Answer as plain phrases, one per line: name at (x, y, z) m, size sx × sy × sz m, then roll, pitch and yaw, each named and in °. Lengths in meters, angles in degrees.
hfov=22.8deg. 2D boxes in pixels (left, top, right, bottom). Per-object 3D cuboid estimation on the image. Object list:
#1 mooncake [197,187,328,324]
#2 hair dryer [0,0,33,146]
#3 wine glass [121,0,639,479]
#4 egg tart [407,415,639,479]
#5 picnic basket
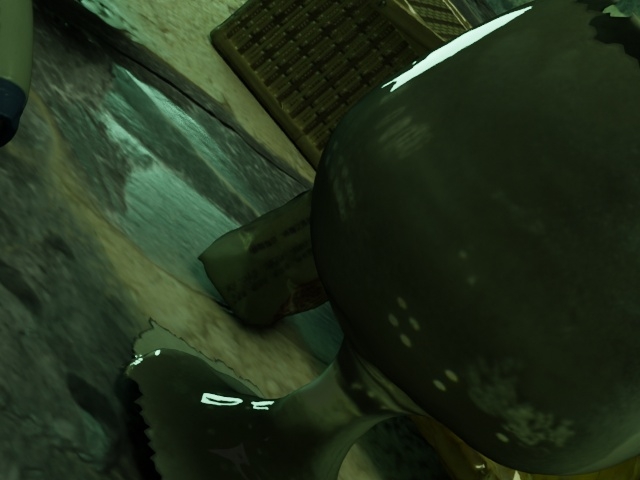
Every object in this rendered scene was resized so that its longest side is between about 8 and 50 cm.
mooncake at (0.000, 0.000, 1.042) m, size 0.073 × 0.125 × 0.130 m, roll 59°, pitch 19°, yaw -3°
hair dryer at (-0.270, -0.209, 0.804) m, size 0.298 × 0.119 × 0.296 m, roll 29°, pitch 43°, yaw -38°
wine glass at (0.069, 0.034, 0.807) m, size 0.238 × 0.323 × 0.238 m, roll 46°, pitch 17°, yaw -18°
egg tart at (0.143, 0.105, 1.129) m, size 0.315 × 0.120 × 0.315 m, roll 50°, pitch 15°, yaw -18°
picnic basket at (0.087, -0.131, 1.455) m, size 0.313 × 0.175 × 0.228 m, roll 51°, pitch 17°, yaw 8°
